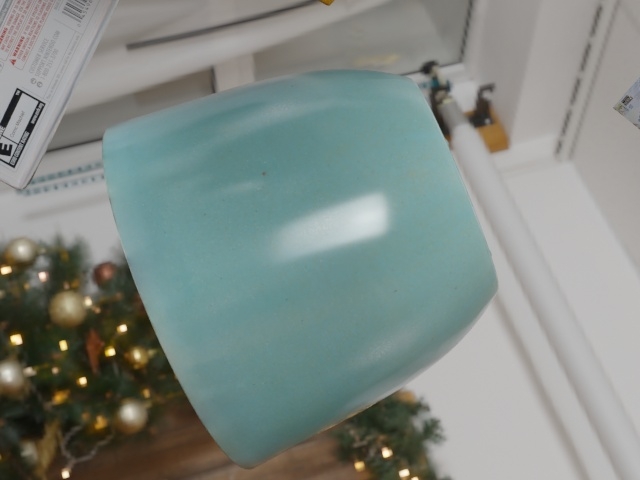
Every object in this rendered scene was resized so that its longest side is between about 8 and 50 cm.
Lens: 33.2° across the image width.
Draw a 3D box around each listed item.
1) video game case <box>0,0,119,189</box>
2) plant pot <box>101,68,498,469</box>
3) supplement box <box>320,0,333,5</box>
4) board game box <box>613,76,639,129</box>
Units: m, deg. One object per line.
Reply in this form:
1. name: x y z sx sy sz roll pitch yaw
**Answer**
1. video game case: -0.255 -0.175 0.781 0.212 0.193 0.023 -61 -179 11
2. plant pot: 0.000 0.000 0.848 0.293 0.235 0.293 -22 90 -87
3. supplement box: -0.034 -0.286 0.641 0.129 0.194 0.191 -39 -143 42
4. board game box: 0.387 -0.152 1.183 0.090 0.020 0.090 42 -51 8
